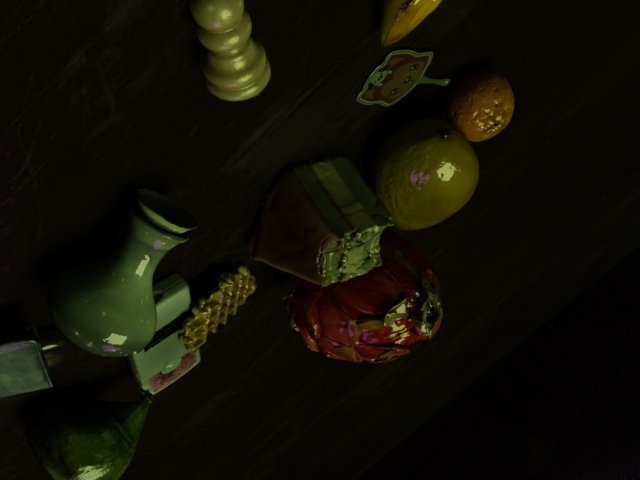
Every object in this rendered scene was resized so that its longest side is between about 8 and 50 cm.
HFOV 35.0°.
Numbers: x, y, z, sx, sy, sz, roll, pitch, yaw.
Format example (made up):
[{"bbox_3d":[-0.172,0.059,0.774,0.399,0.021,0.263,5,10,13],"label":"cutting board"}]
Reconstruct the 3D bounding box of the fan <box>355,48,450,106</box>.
[{"bbox_3d":[0.154,-0.276,1.738,0.220,0.009,0.132,-6,146,-45],"label":"fan"}]

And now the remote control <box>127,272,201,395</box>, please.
[{"bbox_3d":[-0.303,0.188,1.926,0.145,0.050,0.344,-34,157,-20],"label":"remote control"}]

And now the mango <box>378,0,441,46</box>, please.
[{"bbox_3d":[0.137,-0.359,1.500,0.101,0.066,0.187,-27,161,-36],"label":"mango"}]

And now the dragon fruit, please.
[{"bbox_3d":[0.081,0.103,1.985,0.342,0.278,0.277,-10,170,31],"label":"dragon fruit"}]

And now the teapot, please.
[{"bbox_3d":[-0.301,0.048,1.567,0.251,0.183,0.183,-56,151,14],"label":"teapot"}]

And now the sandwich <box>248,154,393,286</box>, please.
[{"bbox_3d":[0.000,0.000,1.809,0.155,0.198,0.227,-16,149,-38],"label":"sandwich"}]

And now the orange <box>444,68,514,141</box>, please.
[{"bbox_3d":[0.292,-0.242,1.849,0.135,0.118,0.135,-24,158,-10],"label":"orange"}]

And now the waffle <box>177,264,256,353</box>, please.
[{"bbox_3d":[-0.194,0.128,1.913,0.192,0.046,0.160,-56,164,-7],"label":"waffle"}]

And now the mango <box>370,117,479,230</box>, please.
[{"bbox_3d":[0.192,-0.111,1.894,0.195,0.142,0.332,9,156,3],"label":"mango"}]

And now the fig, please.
[{"bbox_3d":[-0.420,0.366,1.938,0.235,0.203,0.203,-34,156,-10],"label":"fig"}]

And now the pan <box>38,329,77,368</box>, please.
[{"bbox_3d":[-0.434,0.177,1.765,0.212,0.040,0.115,-22,158,-26],"label":"pan"}]

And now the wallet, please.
[{"bbox_3d":[-0.529,0.206,1.654,0.167,0.036,0.222,-12,153,-12],"label":"wallet"}]

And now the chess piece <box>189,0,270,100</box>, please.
[{"bbox_3d":[-0.119,-0.267,1.307,0.094,0.094,0.170,-30,151,-12],"label":"chess piece"}]
